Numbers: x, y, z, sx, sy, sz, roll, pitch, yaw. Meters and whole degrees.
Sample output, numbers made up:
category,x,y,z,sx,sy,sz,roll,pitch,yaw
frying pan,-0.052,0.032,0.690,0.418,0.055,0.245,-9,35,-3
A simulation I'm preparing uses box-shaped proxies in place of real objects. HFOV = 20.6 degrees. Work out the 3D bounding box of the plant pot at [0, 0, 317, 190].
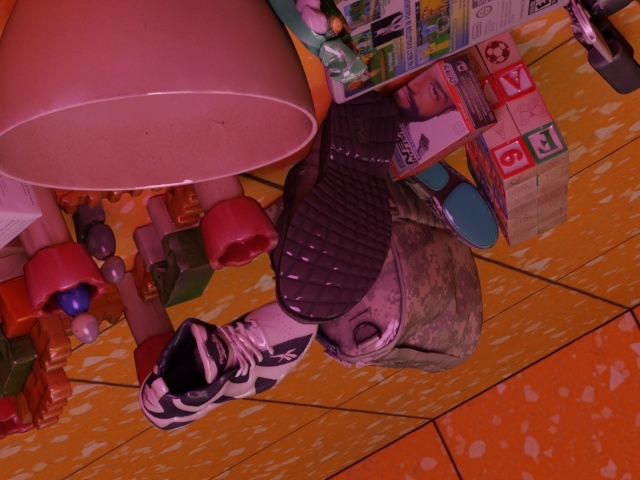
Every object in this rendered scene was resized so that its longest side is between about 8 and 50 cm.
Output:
category,x,y,z,sx,sy,sz,roll,pitch,yaw
plant pot,-0.153,-0.172,1.520,0.284,0.191,0.284,-6,167,-1

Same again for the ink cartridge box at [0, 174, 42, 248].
category,x,y,z,sx,sy,sz,roll,pitch,yaw
ink cartridge box,-0.408,-0.028,1.733,0.154,0.093,0.212,-35,157,29

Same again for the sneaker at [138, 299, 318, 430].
category,x,y,z,sx,sy,sz,roll,pitch,yaw
sneaker,-0.101,0.127,2.007,0.235,0.094,0.153,-24,167,-12

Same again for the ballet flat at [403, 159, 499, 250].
category,x,y,z,sx,sy,sz,roll,pitch,yaw
ballet flat,0.160,-0.064,2.283,0.070,0.188,0.070,-39,-171,7

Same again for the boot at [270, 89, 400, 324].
category,x,y,z,sx,sy,sz,roll,pitch,yaw
boot,0.000,0.000,2.053,0.118,0.338,0.223,25,142,-7

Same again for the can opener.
category,x,y,z,sx,sy,sz,roll,pitch,yaw
can opener,0.367,-0.254,2.164,0.095,0.076,0.283,-30,162,16

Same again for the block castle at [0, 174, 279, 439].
category,x,y,z,sx,sy,sz,roll,pitch,yaw
block castle,-0.251,0.081,2.083,0.303,0.213,0.453,-15,159,-26

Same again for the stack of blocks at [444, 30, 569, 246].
category,x,y,z,sx,sy,sz,roll,pitch,yaw
stack of blocks,0.236,-0.120,2.211,0.087,0.171,0.297,-25,162,0

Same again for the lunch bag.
category,x,y,z,sx,sy,sz,roll,pitch,yaw
lunch bag,0.083,0.051,2.345,0.212,0.256,0.305,-32,159,20

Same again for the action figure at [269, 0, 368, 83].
category,x,y,z,sx,sy,sz,roll,pitch,yaw
action figure,-0.020,-0.232,1.506,0.063,0.232,0.137,-30,161,15

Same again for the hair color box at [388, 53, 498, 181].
category,x,y,z,sx,sy,sz,roll,pitch,yaw
hair color box,0.128,-0.144,2.088,0.053,0.093,0.167,-19,172,-37

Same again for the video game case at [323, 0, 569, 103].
category,x,y,z,sx,sy,sz,roll,pitch,yaw
video game case,0.137,-0.275,1.879,0.300,0.036,0.329,-24,163,-3
